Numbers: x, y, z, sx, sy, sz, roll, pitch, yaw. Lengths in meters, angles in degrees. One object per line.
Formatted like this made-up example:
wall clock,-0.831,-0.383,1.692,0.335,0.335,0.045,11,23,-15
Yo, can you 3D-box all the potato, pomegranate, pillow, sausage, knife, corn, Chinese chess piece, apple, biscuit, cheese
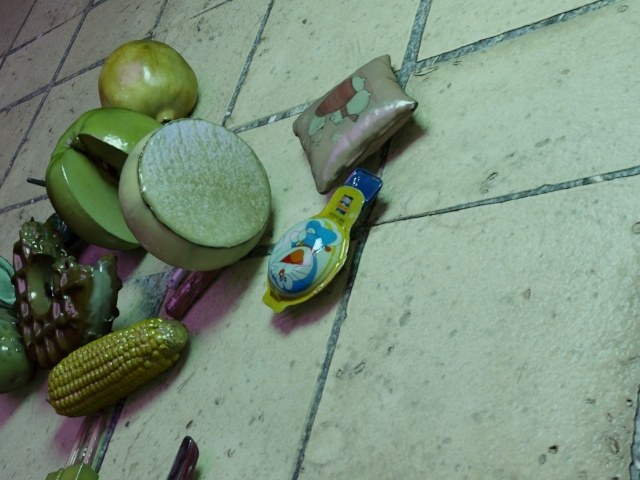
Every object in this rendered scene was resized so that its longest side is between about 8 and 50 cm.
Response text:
potato,-0.677,0.232,2.014,0.165,0.165,0.262,-56,24,-6
pomegranate,-0.389,-0.338,2.146,0.233,0.233,0.233,-29,41,29
pillow,0.057,-0.208,1.644,0.223,0.084,0.236,-38,35,15
sausage,-0.222,0.079,1.747,0.158,0.042,0.036,-45,-2,6
knife,-0.264,0.426,1.470,0.278,0.053,0.123,-57,31,-9
corn,-0.370,0.224,1.712,0.321,0.119,0.119,-30,40,21
Chinese chess piece,-0.215,-0.079,1.673,0.112,0.270,0.270,-38,33,50
apple,-0.413,-0.129,1.952,0.292,0.254,0.292,-33,34,26
biscuit,-0.506,0.117,1.884,0.366,0.115,0.268,26,111,51
cheese,0.000,0.000,1.538,0.270,0.069,0.177,-52,35,-3

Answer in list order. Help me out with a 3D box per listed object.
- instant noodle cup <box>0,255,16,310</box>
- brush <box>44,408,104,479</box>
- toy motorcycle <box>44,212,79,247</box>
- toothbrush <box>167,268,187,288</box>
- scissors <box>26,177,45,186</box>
instant noodle cup,-0.825,0.141,2.234,0.232,0.207,0.207,-33,39,14
brush,-0.428,0.396,1.690,0.103,0.047,0.233,-24,34,33
toy motorcycle,-0.578,-0.002,2.142,0.187,0.124,0.275,-21,47,49
toothbrush,-0.204,-0.013,1.817,0.022,0.026,0.263,38,91,22
scissors,-0.539,-0.108,2.103,0.088,0.220,0.017,33,104,49
